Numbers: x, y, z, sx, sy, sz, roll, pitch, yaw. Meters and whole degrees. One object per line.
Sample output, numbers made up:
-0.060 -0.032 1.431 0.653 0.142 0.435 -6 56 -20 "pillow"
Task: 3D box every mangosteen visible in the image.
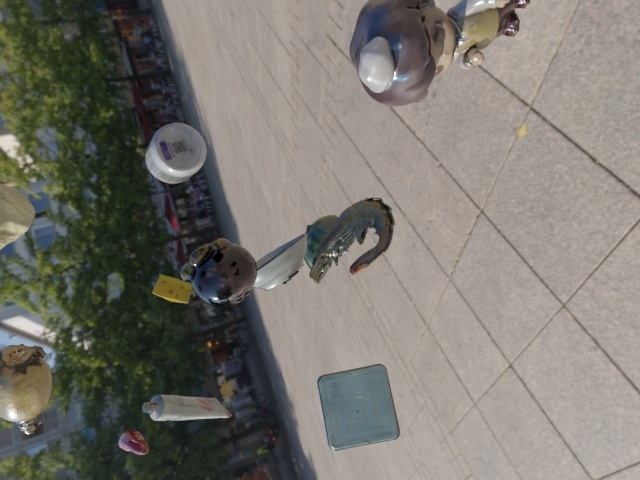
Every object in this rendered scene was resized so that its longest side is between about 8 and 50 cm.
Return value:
-0.287 0.094 1.256 0.210 0.209 0.210 163 90 -74 "mangosteen"

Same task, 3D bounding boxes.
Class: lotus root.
-0.915 0.461 1.306 0.183 0.182 0.310 -129 42 -52 "lotus root"

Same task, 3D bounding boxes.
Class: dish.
-0.155 0.097 1.568 0.106 0.316 0.316 56 165 -7 "dish"

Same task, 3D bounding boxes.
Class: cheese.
-0.627 0.222 1.885 0.126 0.171 0.093 46 -124 -53 "cheese"

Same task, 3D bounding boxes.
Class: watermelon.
0.000 0.000 2.224 0.189 0.331 0.331 36 151 14 "watermelon"

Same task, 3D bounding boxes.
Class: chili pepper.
-0.587 0.630 1.338 0.272 0.071 0.063 -26 41 52 "chili pepper"

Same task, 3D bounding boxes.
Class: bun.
-0.807 -0.057 1.013 0.244 0.243 0.153 51 168 53 "bun"

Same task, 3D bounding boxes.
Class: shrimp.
0.079 0.011 1.001 0.173 0.253 0.058 33 178 40 "shrimp"

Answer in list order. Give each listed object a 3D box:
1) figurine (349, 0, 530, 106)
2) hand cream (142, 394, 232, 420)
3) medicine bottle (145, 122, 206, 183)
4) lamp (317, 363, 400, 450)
0.237 -0.387 0.855 0.218 0.364 0.206 85 174 -76 "figurine"
-0.457 0.573 1.476 0.124 0.340 0.078 24 89 39 "hand cream"
-0.395 -0.224 1.148 0.215 0.135 0.135 -5 101 62 "medicine bottle"
0.138 0.614 1.583 0.047 0.266 0.269 76 -178 -77 "lamp"
